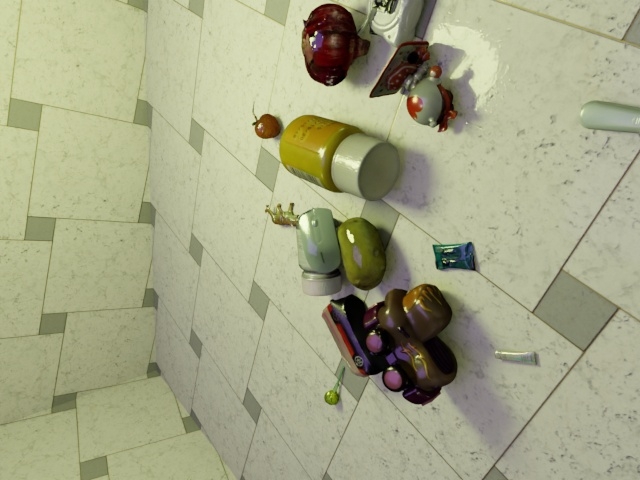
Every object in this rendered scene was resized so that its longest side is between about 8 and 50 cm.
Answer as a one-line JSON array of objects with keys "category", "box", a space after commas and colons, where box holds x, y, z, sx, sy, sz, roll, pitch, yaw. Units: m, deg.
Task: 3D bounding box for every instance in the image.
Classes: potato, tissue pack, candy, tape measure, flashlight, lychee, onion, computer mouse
[{"category": "potato", "box": [0.142, 0.044, 1.588, 0.197, 0.149, 0.228, 112, 146, -56]}, {"category": "tissue pack", "box": [0.389, 0.049, 1.391, 0.138, 0.028, 0.085, -6, 95, 48]}, {"category": "candy", "box": [0.066, 0.592, 1.929, 0.058, 0.062, 0.193, -80, 8, -68]}, {"category": "tape measure", "box": [0.204, -0.665, 1.349, 0.178, 0.105, 0.196, 38, 129, 39]}, {"category": "flashlight", "box": [0.642, -0.251, 0.982, 0.200, 0.048, 0.093, 27, 120, 47]}, {"category": "lychee", "box": [-0.226, -0.473, 1.928, 0.140, 0.101, 0.114, 32, 93, 26]}, {"category": "onion", "box": [0.046, -0.616, 1.487, 0.252, 0.219, 0.252, 6, -90, -88]}, {"category": "computer mouse", "box": [0.000, 0.000, 1.626, 0.128, 0.079, 0.230, -15, 97, 8]}]

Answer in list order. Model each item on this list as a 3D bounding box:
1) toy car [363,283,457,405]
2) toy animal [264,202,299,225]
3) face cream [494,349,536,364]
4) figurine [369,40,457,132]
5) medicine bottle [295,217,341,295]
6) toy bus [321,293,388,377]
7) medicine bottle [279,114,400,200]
[{"category": "toy car", "box": [0.301, 0.296, 1.420, 0.240, 0.271, 0.340, -37, 73, 27]}, {"category": "toy animal", "box": [-0.166, -0.107, 1.995, 0.241, 0.057, 0.099, 1, 101, 50]}, {"category": "face cream", "box": [0.534, 0.318, 1.294, 0.115, 0.020, 0.038, -8, 93, 50]}, {"category": "figurine", "box": [0.288, -0.402, 1.305, 0.226, 0.160, 0.183, 50, 136, 16]}, {"category": "medicine bottle", "box": [-0.003, 0.057, 1.761, 0.165, 0.165, 0.273, 10, 110, 49]}, {"category": "toy bus", "box": [0.127, 0.348, 1.717, 0.302, 0.128, 0.147, 63, 144, 14]}, {"category": "medicine bottle", "box": [0.057, -0.272, 1.544, 0.384, 0.224, 0.224, 29, 122, 44]}]
